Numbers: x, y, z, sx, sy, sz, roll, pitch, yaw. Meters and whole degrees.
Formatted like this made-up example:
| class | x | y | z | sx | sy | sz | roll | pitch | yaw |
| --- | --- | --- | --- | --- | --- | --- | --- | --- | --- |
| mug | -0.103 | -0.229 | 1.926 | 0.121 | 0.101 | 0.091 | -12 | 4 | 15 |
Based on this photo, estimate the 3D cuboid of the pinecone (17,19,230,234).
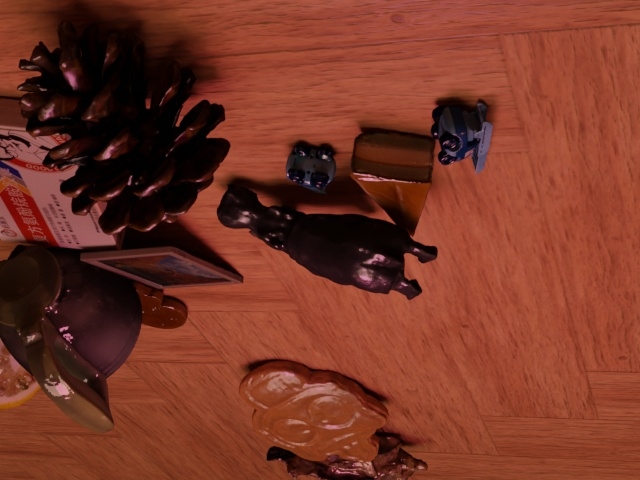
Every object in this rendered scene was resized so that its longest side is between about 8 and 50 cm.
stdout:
| class | x | y | z | sx | sy | sz | roll | pitch | yaw |
| --- | --- | --- | --- | --- | --- | --- | --- | --- | --- |
| pinecone | -0.254 | -0.148 | 1.462 | 0.244 | 0.244 | 0.309 | -11 | 134 | 33 |

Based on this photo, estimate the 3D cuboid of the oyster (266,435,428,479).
| class | x | y | z | sx | sy | sz | roll | pitch | yaw |
| --- | --- | --- | --- | --- | --- | --- | --- | --- | --- |
| oyster | 0.060 | 0.498 | 2.616 | 0.361 | 0.096 | 0.221 | 8 | -164 | 18 |

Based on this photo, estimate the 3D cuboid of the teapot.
| class | x | y | z | sx | sy | sz | roll | pitch | yaw |
| --- | --- | --- | --- | --- | --- | --- | --- | --- | --- |
| teapot | -0.467 | 0.154 | 1.945 | 0.239 | 0.321 | 0.239 | -3 | 155 | 21 |

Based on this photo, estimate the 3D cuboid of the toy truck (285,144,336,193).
| class | x | y | z | sx | sy | sz | roll | pitch | yaw |
| --- | --- | --- | --- | --- | --- | --- | --- | --- | --- |
| toy truck | -0.012 | -0.098 | 1.651 | 0.073 | 0.056 | 0.090 | 11 | 165 | 8 |

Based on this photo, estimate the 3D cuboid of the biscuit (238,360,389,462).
| class | x | y | z | sx | sy | sz | roll | pitch | yaw |
| --- | --- | --- | --- | --- | --- | --- | --- | --- | --- |
| biscuit | -0.013 | 0.385 | 2.438 | 0.376 | 0.051 | 0.269 | 38 | 127 | -27 |

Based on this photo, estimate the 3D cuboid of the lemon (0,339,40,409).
| class | x | y | z | sx | sy | sz | roll | pitch | yaw |
| --- | --- | --- | --- | --- | --- | --- | --- | --- | --- |
| lemon | -0.649 | 0.198 | 2.210 | 0.219 | 0.240 | 0.240 | 28 | 164 | 35 |

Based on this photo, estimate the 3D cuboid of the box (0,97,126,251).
| class | x | y | z | sx | sy | sz | roll | pitch | yaw |
| --- | --- | --- | --- | --- | --- | --- | --- | --- | --- |
| box | -0.448 | -0.098 | 1.777 | 0.214 | 0.069 | 0.353 | 6 | 150 | 8 |

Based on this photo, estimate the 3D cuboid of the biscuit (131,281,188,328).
| class | x | y | z | sx | sy | sz | roll | pitch | yaw |
| --- | --- | --- | --- | --- | --- | --- | --- | --- | --- |
| biscuit | -0.327 | 0.123 | 2.175 | 0.124 | 0.026 | 0.175 | -7 | 148 | 26 |

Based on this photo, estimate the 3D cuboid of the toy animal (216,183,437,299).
| class | x | y | z | sx | sy | sz | roll | pitch | yaw |
| --- | --- | --- | --- | --- | --- | --- | --- | --- | --- |
| toy animal | 0.005 | 0.003 | 1.702 | 0.343 | 0.106 | 0.168 | 17 | 174 | 37 |

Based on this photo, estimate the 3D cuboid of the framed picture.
| class | x | y | z | sx | sy | sz | roll | pitch | yaw |
| --- | --- | --- | --- | --- | --- | --- | --- | --- | --- |
| framed picture | -0.270 | 0.049 | 1.964 | 0.184 | 0.016 | 0.250 | -4 | 165 | 23 |

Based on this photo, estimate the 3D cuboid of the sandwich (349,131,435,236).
| class | x | y | z | sx | sy | sz | roll | pitch | yaw |
| --- | --- | --- | --- | --- | --- | --- | --- | --- | --- |
| sandwich | 0.094 | -0.080 | 1.617 | 0.113 | 0.079 | 0.163 | 9 | 153 | 0 |

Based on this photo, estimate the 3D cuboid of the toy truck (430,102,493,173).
| class | x | y | z | sx | sy | sz | roll | pitch | yaw |
| --- | --- | --- | --- | --- | --- | --- | --- | --- | --- |
| toy truck | 0.187 | -0.131 | 1.522 | 0.074 | 0.063 | 0.136 | -10 | 154 | -4 |
